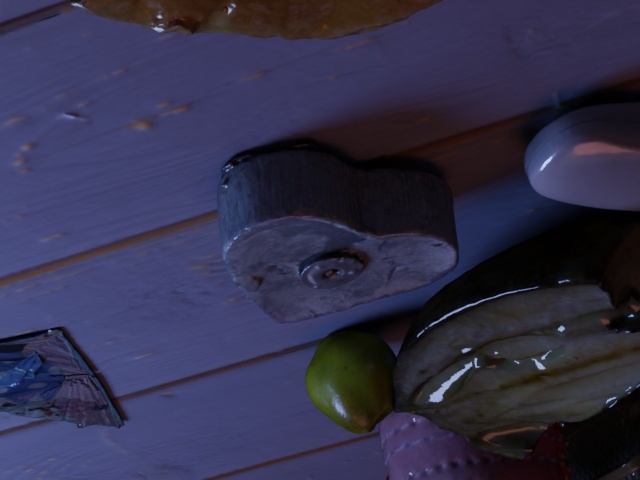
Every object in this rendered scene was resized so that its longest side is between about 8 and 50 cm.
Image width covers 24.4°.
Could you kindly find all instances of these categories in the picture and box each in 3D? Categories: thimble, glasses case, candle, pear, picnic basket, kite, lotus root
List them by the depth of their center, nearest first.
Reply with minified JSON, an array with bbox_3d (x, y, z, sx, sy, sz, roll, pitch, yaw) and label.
[{"bbox_3d":[0.263,-0.061,1.103,0.234,0.059,0.092,1,149,-21],"label":"glasses case"},{"bbox_3d":[0.000,0.000,1.121,0.192,0.068,0.168,9,148,-26],"label":"candle"},{"bbox_3d":[0.191,0.063,1.251,0.210,0.142,0.314,30,144,-22],"label":"lotus root"},{"bbox_3d":[0.033,0.131,1.349,0.092,0.097,0.092,-4,155,-2],"label":"pear"},{"bbox_3d":[-0.316,0.150,1.358,0.335,0.011,0.314,14,144,-38],"label":"kite"},{"bbox_3d":[0.156,0.228,1.550,0.190,0.125,0.163,4,152,-26],"label":"thimble"},{"bbox_3d":[0.393,0.259,1.674,0.267,0.139,0.165,6,148,-29],"label":"picnic basket"}]

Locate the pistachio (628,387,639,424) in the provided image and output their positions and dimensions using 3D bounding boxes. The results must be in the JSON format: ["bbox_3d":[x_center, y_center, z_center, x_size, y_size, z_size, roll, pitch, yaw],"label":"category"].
[{"bbox_3d":[0.400,0.154,1.494,0.165,0.130,0.210,7,157,-36],"label":"pistachio"}]

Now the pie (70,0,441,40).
[{"bbox_3d":[-0.012,-0.205,0.707,0.340,0.083,0.339,-10,155,-5],"label":"pie"}]
